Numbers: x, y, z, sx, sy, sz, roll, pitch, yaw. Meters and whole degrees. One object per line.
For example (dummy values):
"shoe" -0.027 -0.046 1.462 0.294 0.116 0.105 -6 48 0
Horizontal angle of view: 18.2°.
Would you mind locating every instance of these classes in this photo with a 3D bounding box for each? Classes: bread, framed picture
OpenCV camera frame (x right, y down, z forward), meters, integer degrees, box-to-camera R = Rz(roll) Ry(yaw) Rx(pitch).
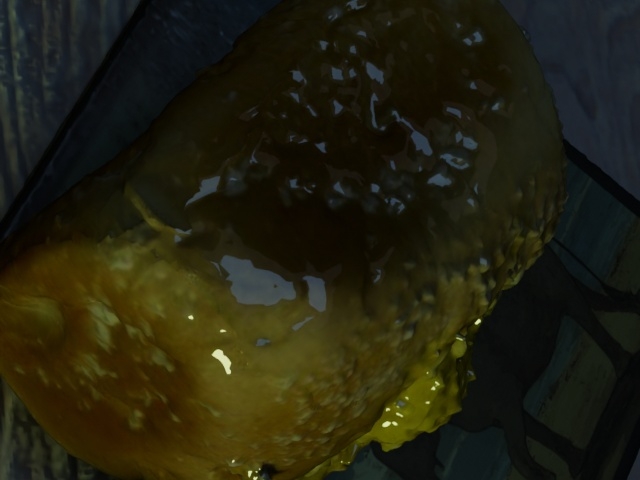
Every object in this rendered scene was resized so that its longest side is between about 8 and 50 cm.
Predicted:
"bread" 0.000 0.000 0.840 0.176 0.195 0.246 50 58 -5
"framed picture" 0.029 0.017 0.978 0.347 0.016 0.265 38 61 -16
